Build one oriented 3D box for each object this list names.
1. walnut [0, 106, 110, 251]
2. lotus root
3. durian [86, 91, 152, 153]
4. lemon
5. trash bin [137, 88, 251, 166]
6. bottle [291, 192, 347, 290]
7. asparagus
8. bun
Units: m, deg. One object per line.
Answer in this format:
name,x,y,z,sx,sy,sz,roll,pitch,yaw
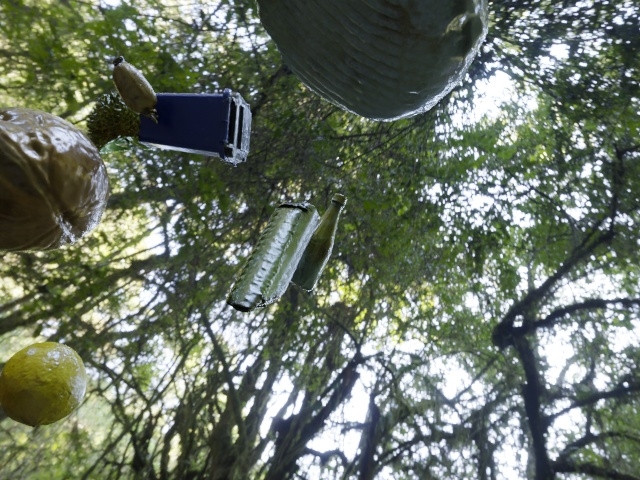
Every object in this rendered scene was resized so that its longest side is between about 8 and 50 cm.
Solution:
walnut,-0.613,-0.127,0.915,0.332,0.333,0.333,6,-63,13
lotus root,-0.388,-0.310,0.932,0.072,0.063,0.152,-21,-73,45
durian,-0.565,-0.340,1.294,0.236,0.200,0.177,-7,-99,40
lemon,-0.395,0.201,0.635,0.108,0.133,0.109,-17,-42,-16
trash bin,-0.288,-0.267,1.027,0.234,0.184,0.163,6,-86,1
bottle,0.000,0.000,1.176,0.083,0.083,0.270,27,-100,2
asparagus,-0.102,0.042,0.952,0.108,0.382,0.128,32,-50,-8
bun,0.072,-0.344,0.614,0.354,0.194,0.355,26,-27,15
